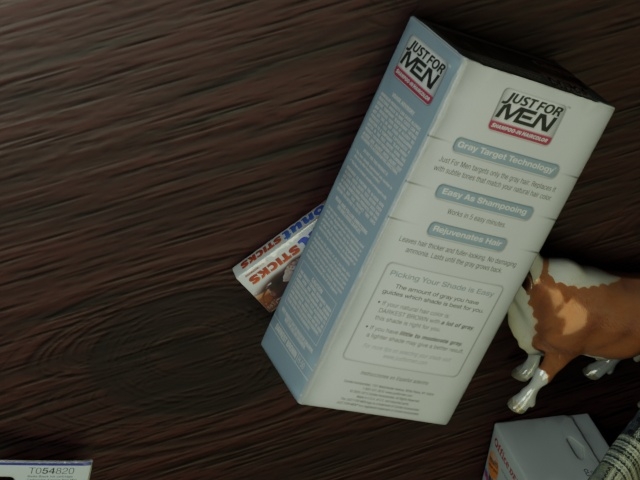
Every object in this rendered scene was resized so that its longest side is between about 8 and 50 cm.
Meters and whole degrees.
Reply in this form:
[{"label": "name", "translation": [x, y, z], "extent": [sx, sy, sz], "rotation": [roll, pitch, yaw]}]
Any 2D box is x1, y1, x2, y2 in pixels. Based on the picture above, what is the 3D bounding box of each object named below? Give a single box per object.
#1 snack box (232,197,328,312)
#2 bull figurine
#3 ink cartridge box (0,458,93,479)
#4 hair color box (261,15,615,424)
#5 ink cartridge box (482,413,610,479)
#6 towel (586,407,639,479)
[{"label": "snack box", "translation": [0.000, 0.000, 1.384], "extent": [0.178, 0.022, 0.064], "rotation": [-36, 128, 7]}, {"label": "bull figurine", "translation": [0.293, 0.094, 1.497], "extent": [0.310, 0.101, 0.188], "rotation": [7, 123, -21]}, {"label": "ink cartridge box", "translation": [-0.371, 0.307, 1.455], "extent": [0.223, 0.045, 0.224], "rotation": [5, 120, -22]}, {"label": "hair color box", "translation": [0.107, -0.010, 1.331], "extent": [0.185, 0.113, 0.374], "rotation": [12, 114, -31]}, {"label": "ink cartridge box", "translation": [0.271, 0.314, 1.621], "extent": [0.127, 0.128, 0.176], "rotation": [-3, 123, -16]}, {"label": "towel", "translation": [0.409, 0.246, 1.547], "extent": [0.312, 0.056, 0.324], "rotation": [-49, 147, -17]}]
